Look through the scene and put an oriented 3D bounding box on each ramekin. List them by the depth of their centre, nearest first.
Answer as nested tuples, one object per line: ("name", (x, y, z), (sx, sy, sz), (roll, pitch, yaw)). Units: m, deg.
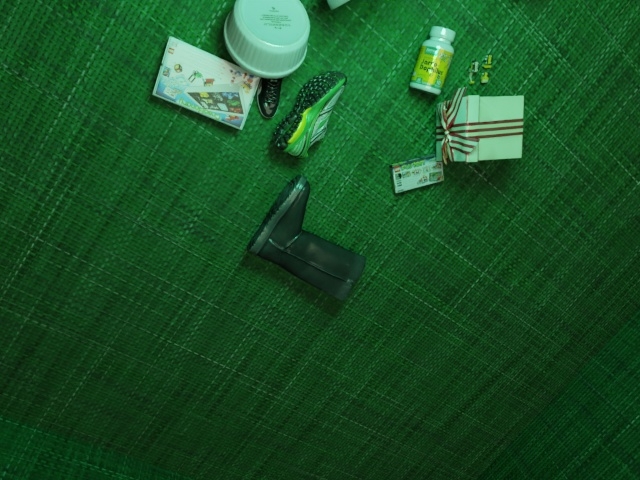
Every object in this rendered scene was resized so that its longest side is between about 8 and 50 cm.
("ramekin", (-0.156, -0.652, 1.356), (0.273, 0.127, 0.273), (5, 75, -18))

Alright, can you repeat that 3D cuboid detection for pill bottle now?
("pill bottle", (0.401, -0.633, 1.559), (0.117, 0.117, 0.208), (11, 109, -16))

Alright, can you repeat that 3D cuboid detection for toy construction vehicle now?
("toy construction vehicle", (0.596, -0.640, 1.650), (0.086, 0.035, 0.098), (-13, 117, -19))

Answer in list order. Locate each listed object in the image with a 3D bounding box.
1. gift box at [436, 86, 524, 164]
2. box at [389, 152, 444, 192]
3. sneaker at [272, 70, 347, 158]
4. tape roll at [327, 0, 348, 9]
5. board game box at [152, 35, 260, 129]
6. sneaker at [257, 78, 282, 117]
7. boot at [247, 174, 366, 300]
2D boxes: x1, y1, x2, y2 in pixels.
("gift box", (0.563, -0.409, 1.591), (0.258, 0.276, 0.255), (-5, 96, -11))
("box", (0.383, -0.269, 1.747), (0.207, 0.036, 0.114), (-15, 114, -6))
("sneaker", (-0.022, -0.444, 1.556), (0.343, 0.134, 0.146), (-52, 138, 6))
("tape roll", (0.185, -0.811, 1.292), (0.392, 0.392, 0.072), (-32, 115, 2))
("board game box", (-0.376, -0.518, 1.470), (0.305, 0.053, 0.193), (19, 106, -19))
("sneaker", (-0.167, -0.518, 1.479), (0.079, 0.121, 0.217), (4, 111, -13))
("boot", (-0.001, 0.001, 1.709), (0.445, 0.146, 0.367), (31, 112, -18))
